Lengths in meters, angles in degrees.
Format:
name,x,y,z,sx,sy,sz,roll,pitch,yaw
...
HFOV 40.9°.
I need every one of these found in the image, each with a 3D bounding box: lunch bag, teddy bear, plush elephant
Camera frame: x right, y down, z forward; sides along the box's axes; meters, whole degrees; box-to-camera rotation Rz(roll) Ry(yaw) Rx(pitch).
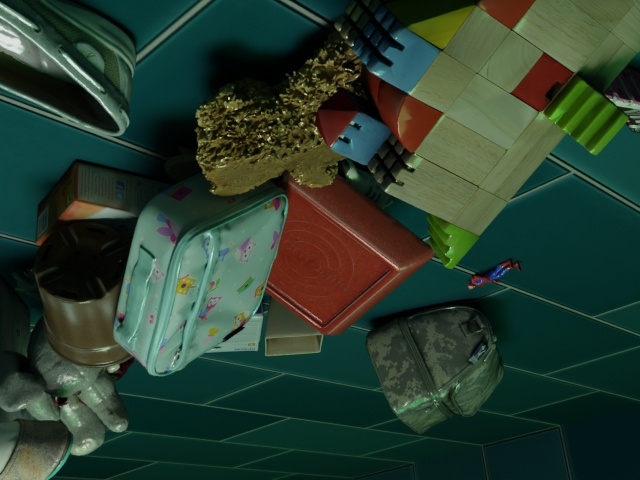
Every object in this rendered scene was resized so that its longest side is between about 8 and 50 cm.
name,x,y,z,sx,sy,sz,roll,pitch,yaw
lunch bag,-0.161,0.045,1.133,0.224,0.108,0.279,-33,150,-47
teddy bear,0.016,-0.154,1.018,0.338,0.113,0.245,-19,160,10
plush elephant,-0.373,0.196,1.359,0.272,0.255,0.330,-36,110,-5
lunch bag,0.262,0.266,1.846,0.256,0.212,0.305,-27,153,6

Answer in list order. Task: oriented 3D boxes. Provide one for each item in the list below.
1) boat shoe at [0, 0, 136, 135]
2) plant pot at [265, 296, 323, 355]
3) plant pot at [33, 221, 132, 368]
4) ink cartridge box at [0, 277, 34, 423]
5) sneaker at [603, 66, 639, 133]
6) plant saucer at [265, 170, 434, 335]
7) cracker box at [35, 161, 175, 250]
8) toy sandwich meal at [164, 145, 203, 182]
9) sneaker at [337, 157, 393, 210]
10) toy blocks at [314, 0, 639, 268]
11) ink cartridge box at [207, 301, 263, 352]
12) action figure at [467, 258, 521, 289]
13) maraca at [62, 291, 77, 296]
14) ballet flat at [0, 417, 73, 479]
name,x,y,z,sx,sy,sz,roll,pitch,yaw
boat shoe,-0.318,-0.197,0.828,0.118,0.103,0.320,-24,150,34
plant pot,-0.055,0.158,1.656,0.109,0.096,0.109,-3,154,-5
plant pot,-0.316,0.069,1.192,0.167,0.167,0.165,-3,149,-7
ink cartridge box,-0.585,0.172,1.367,0.151,0.270,0.395,-9,155,-6
sneaker,0.394,-0.171,1.083,0.170,0.063,0.075,0,149,-23
plant saucer,-0.013,0.019,1.231,0.258,0.048,0.259,37,133,-8
cracker box,-0.273,-0.028,1.244,0.232,0.067,0.156,12,151,-34
toy sandwich meal,-0.168,-0.102,1.157,0.085,0.029,0.085,0,155,0
sneaker,0.066,-0.082,1.231,0.075,0.057,0.161,-24,152,1
toy blocks,0.136,-0.176,0.816,0.261,0.191,0.381,21,117,-35
ink cartridge box,-0.228,0.172,1.710,0.223,0.045,0.224,-1,156,-8
action figure,0.325,0.069,1.630,0.038,0.030,0.115,10,153,-41
maraca,-0.448,0.152,1.539,0.185,0.099,0.127,-40,163,31
ballet flat,-0.484,0.320,1.264,0.106,0.107,0.316,31,140,-32
